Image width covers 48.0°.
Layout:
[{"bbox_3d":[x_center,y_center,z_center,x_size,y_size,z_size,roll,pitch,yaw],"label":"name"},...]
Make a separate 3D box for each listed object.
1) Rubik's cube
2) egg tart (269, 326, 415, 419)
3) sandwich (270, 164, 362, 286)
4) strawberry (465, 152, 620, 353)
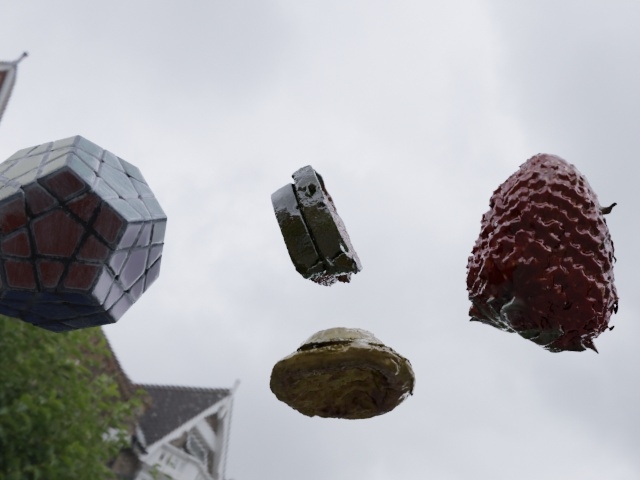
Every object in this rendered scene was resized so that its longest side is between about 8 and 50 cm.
[{"bbox_3d":[-0.405,-0.007,1.150,0.319,0.264,0.319,0,-28,0],"label":"Rubik's cube"},{"bbox_3d":[0.047,0.287,1.592,0.341,0.129,0.341,-1,-36,-1],"label":"egg tart"},{"bbox_3d":[-0.006,-0.012,1.392,0.109,0.292,0.212,-26,-25,5],"label":"sandwich"},{"bbox_3d":[0.427,0.028,1.312,0.292,0.343,0.292,24,-1,1],"label":"strawberry"}]
